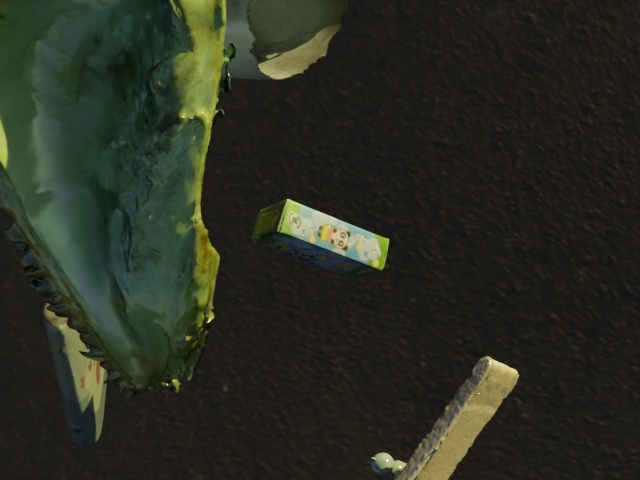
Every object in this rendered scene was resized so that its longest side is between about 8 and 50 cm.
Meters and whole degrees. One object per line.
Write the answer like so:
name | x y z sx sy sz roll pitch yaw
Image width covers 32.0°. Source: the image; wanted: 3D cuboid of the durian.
durian | -0.131 -0.071 0.764 0.198 0.163 0.394 8 109 18

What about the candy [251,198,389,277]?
candy | 0.000 0.000 1.768 0.097 0.195 0.062 -20 54 59

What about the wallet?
wallet | -0.428 0.166 1.971 0.083 0.360 0.252 0 45 -3

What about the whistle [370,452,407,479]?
whistle | 0.111 0.340 1.647 0.035 0.100 0.035 -39 34 33

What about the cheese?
cheese | 0.138 0.332 1.537 0.400 0.085 0.034 -54 44 5

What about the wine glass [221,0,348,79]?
wine glass | -0.132 -0.284 1.044 0.323 0.238 0.238 30 94 22
